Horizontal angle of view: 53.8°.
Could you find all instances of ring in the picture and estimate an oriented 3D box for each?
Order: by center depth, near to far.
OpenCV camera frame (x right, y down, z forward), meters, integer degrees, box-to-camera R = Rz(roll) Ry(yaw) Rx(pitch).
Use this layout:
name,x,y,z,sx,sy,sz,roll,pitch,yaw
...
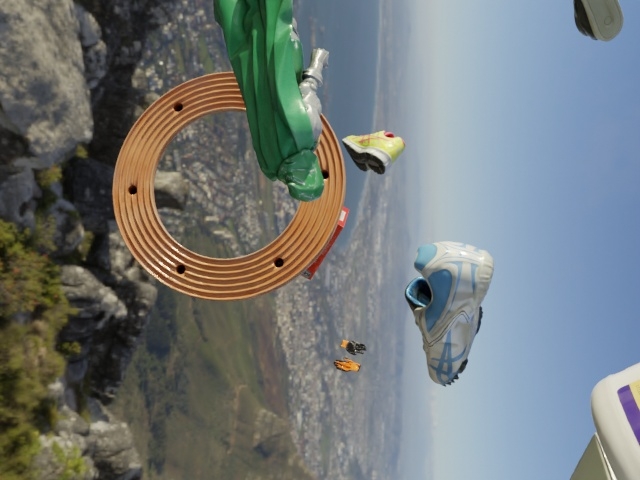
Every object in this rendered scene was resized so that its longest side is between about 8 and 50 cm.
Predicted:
name,x,y,z,sx,sy,sz,roll,pitch,yaw
ring,-0.131,-0.079,0.904,0.032,0.336,0.336,63,28,-77

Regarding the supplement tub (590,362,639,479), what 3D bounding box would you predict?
name,x,y,z,sx,sy,sz,roll,pitch,yaw
supplement tub,0.465,0.182,0.595,0.241,0.331,0.241,43,27,-29

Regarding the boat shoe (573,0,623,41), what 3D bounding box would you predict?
name,x,y,z,sx,sy,sz,roll,pitch,yaw
boat shoe,0.495,-0.484,1.176,0.233,0.084,0.079,60,0,-31

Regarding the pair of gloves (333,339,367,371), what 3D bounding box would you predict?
name,x,y,z,sx,sy,sz,roll,pitch,yaw
pair of gloves,0.074,0.286,1.555,0.083,0.074,0.010,-64,144,-28

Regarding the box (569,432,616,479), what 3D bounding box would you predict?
name,x,y,z,sx,sy,sz,roll,pitch,yaw
box,0.541,0.410,0.998,0.127,0.232,0.148,-82,178,-54

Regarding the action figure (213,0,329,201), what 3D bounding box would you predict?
name,x,y,z,sx,sy,sz,roll,pitch,yaw
action figure,-0.034,-0.137,0.538,0.137,0.063,0.232,-37,-123,51

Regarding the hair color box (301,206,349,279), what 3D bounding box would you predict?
name,x,y,z,sx,sy,sz,roll,pitch,yaw
hair color box,0.000,0.000,1.198,0.141,0.043,0.072,-59,-175,32

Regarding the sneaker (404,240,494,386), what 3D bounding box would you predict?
name,x,y,z,sx,sy,sz,roll,pitch,yaw
sneaker,0.137,0.084,0.708,0.237,0.086,0.085,85,28,-49

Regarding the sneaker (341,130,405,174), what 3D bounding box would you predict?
name,x,y,z,sx,sy,sz,roll,pitch,yaw
sneaker,0.124,-0.209,1.430,0.081,0.094,0.208,54,-9,-30
